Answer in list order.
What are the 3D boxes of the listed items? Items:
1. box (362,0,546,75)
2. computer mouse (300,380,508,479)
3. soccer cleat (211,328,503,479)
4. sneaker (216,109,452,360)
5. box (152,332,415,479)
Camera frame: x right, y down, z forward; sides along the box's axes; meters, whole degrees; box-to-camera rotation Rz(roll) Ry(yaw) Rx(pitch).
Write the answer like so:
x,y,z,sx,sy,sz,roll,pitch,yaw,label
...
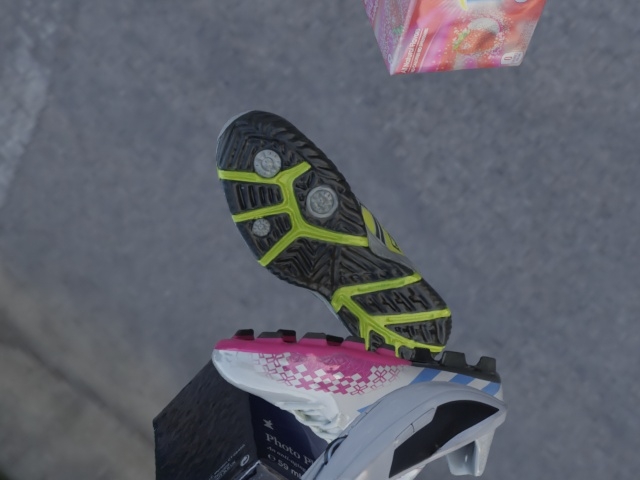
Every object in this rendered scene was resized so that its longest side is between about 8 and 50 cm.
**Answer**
x,y,z,sx,sy,sz,roll,pitch,yaw,label
0.146,-0.314,1.483,0.300,0.154,0.142,107,151,-53,box
0.022,0.121,0.882,0.106,0.193,0.042,-20,93,64,computer mouse
0.044,0.169,1.497,0.331,0.143,0.116,10,174,-29,soccer cleat
0.000,0.000,1.833,0.384,0.145,0.147,52,180,-21,sneaker
-0.032,0.307,1.781,0.296,0.183,0.294,38,-166,-22,box
